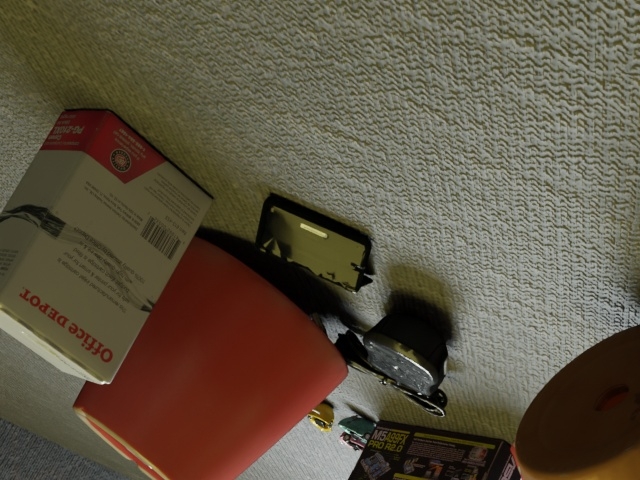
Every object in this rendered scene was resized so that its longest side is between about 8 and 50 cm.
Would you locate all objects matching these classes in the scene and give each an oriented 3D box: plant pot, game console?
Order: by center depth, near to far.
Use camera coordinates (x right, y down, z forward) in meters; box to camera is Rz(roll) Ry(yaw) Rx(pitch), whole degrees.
[{"bbox_3d":[0.310,0.209,1.352,0.203,0.291,0.291,52,154,-17],"label":"plant pot"},{"bbox_3d":[0.000,0.000,1.598,0.122,0.071,0.107,23,131,11],"label":"game console"},{"bbox_3d":[-0.145,0.167,1.809,0.275,0.243,0.275,36,166,10],"label":"plant pot"}]

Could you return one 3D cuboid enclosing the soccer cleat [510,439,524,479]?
[{"bbox_3d":[0.319,0.320,1.926,0.248,0.083,0.095,42,-173,-49],"label":"soccer cleat"}]

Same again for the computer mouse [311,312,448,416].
[{"bbox_3d":[0.071,0.114,1.743,0.184,0.060,0.262,28,167,16],"label":"computer mouse"}]

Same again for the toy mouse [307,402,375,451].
[{"bbox_3d":[0.052,0.282,2.240,0.143,0.031,0.161,21,161,20],"label":"toy mouse"}]

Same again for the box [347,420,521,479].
[{"bbox_3d":[0.131,0.363,2.055,0.060,0.216,0.270,40,157,-29],"label":"box"}]

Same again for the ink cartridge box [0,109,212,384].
[{"bbox_3d":[-0.248,0.007,1.604,0.100,0.237,0.172,5,151,49],"label":"ink cartridge box"}]
